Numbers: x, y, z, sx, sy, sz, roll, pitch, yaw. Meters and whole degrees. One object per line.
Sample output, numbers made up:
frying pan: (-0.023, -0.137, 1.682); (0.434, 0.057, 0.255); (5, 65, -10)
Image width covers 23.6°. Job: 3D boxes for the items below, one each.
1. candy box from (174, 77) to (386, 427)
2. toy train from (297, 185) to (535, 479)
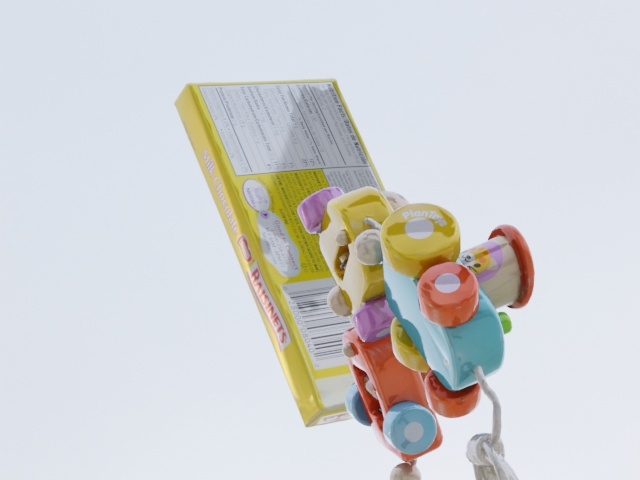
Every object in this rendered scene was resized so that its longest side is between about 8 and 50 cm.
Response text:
candy box: (0.000, 0.000, 0.844); (0.105, 0.206, 0.027); (-4, -29, -38)
toy train: (0.042, 0.036, 0.535); (0.046, 0.125, 0.166); (-23, 9, -14)
